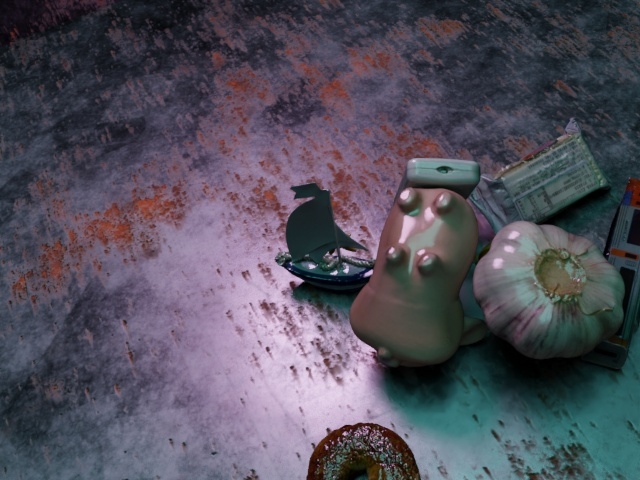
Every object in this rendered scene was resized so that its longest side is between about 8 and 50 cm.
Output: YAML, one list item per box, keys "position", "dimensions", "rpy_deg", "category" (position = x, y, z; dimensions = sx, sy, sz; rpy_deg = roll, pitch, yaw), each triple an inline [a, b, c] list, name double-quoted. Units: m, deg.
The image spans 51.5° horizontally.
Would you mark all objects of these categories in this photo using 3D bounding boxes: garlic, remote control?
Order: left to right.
- position: [0.225, -0.098, 1.320]
  dimensions: [0.140, 0.296, 0.056]
  rpy_deg: [5, 79, 2]
  category: "remote control"
- position: [0.380, 0.098, 1.150]
  dimensions: [0.244, 0.253, 0.245]
  rpy_deg: [-1, 67, 3]
  category: "garlic"

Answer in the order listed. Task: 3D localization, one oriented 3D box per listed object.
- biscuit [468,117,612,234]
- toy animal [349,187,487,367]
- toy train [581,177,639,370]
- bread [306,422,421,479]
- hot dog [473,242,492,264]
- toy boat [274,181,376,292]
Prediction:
- position: [0.457, -0.120, 1.380]
  dimensions: [0.309, 0.079, 0.186]
  rpy_deg: [-30, 90, -11]
  category: "biscuit"
- position: [0.175, 0.070, 1.188]
  dimensions: [0.236, 0.269, 0.327]
  rpy_deg: [15, 68, 28]
  category: "toy animal"
- position: [0.574, 0.049, 1.248]
  dimensions: [0.089, 0.086, 0.410]
  rpy_deg: [16, 55, 23]
  category: "toy train"
- position: [0.070, 0.385, 1.091]
  dimensions: [0.193, 0.064, 0.193]
  rpy_deg: [-7, 53, 9]
  category: "bread"
- position: [0.412, 0.035, 1.292]
  dimensions: [0.235, 0.092, 0.062]
  rpy_deg: [-1, 33, 8]
  category: "hot dog"
- position: [0.000, 0.000, 1.276]
  dimensions: [0.220, 0.291, 0.067]
  rpy_deg: [5, 54, 16]
  category: "toy boat"
